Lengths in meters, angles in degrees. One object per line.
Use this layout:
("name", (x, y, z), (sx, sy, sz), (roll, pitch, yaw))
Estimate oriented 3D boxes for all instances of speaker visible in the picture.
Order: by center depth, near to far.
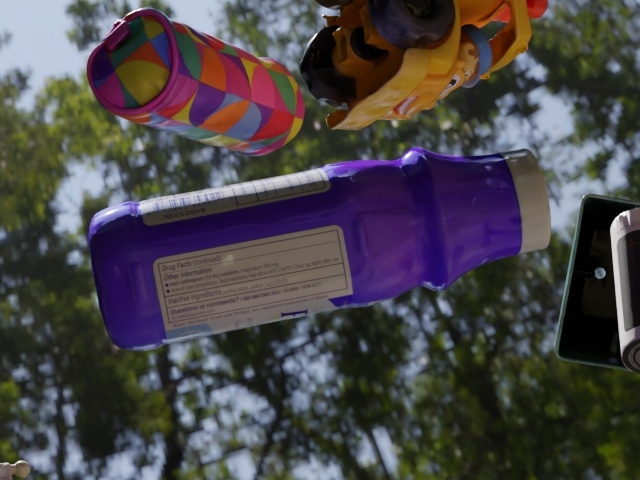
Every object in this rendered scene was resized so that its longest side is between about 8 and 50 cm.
("speaker", (0.266, 0.039, 1.279), (0.055, 0.136, 0.055), (3, -40, 2))

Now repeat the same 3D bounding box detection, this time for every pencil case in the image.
("pencil case", (-0.107, -0.138, 1.411), (0.104, 0.104, 0.236), (-38, -20, 17))

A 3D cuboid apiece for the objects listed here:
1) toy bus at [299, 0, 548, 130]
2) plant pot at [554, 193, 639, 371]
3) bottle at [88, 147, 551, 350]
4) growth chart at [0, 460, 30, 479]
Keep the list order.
("toy bus", (0.100, -0.194, 1.266), (0.211, 0.220, 0.149), (8, -22, -28))
("plant pot", (0.332, 0.044, 1.645), (0.165, 0.234, 0.166), (10, -87, 5))
("bottle", (0.000, 0.000, 0.990), (0.283, 0.118, 0.092), (-11, -86, -6))
("growth chart", (-0.270, 0.249, 1.323), (0.172, 0.237, 0.021), (0, -65, -32))
